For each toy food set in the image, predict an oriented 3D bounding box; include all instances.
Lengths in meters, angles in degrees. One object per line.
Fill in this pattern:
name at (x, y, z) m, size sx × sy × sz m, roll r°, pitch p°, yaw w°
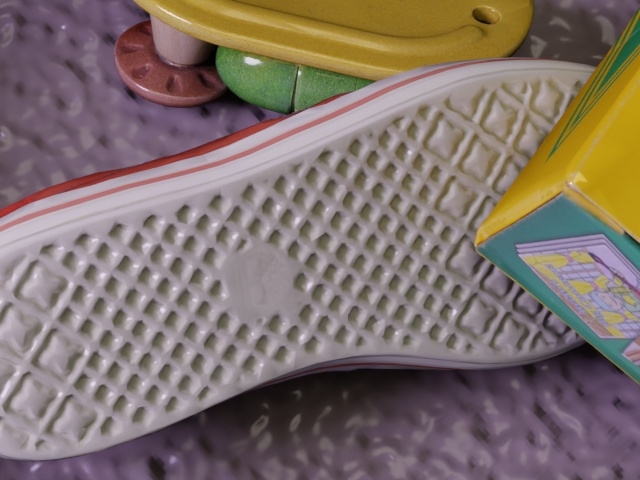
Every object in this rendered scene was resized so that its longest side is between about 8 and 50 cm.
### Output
toy food set at (-0.025, -0.096, 0.818) m, size 0.218 × 0.071 × 0.128 m, roll 14°, pitch 43°, yaw -1°

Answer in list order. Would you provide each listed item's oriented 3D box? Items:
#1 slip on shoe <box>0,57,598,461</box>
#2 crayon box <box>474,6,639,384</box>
slip on shoe at (0.000, 0.000, 0.753) m, size 0.331 × 0.101 × 0.123 m, roll -15°, pitch 104°, yaw -22°
crayon box at (0.291, -0.010, 0.739) m, size 0.363 × 0.106 × 0.313 m, roll 39°, pitch 67°, yaw -4°
